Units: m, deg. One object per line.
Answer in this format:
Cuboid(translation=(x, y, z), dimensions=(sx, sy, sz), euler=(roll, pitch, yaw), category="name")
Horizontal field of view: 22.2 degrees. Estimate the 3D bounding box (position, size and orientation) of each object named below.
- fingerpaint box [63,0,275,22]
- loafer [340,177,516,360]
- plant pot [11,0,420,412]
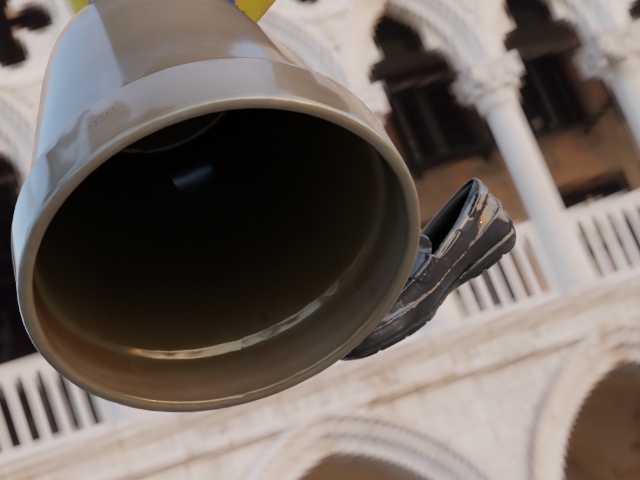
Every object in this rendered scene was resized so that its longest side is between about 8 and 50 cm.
Cuboid(translation=(-0.163, -0.450, 1.723), dimensions=(0.371, 0.163, 0.445), euler=(-54, -40, -28), category="fingerpaint box")
Cuboid(translation=(0.083, 0.026, 1.464), dimensions=(0.223, 0.078, 0.076), euler=(-39, 16, -28), category="loafer")
Cuboid(translation=(-0.114, -0.066, 1.358), dimensions=(0.323, 0.280, 0.323), euler=(-12, -46, -13), category="plant pot")
